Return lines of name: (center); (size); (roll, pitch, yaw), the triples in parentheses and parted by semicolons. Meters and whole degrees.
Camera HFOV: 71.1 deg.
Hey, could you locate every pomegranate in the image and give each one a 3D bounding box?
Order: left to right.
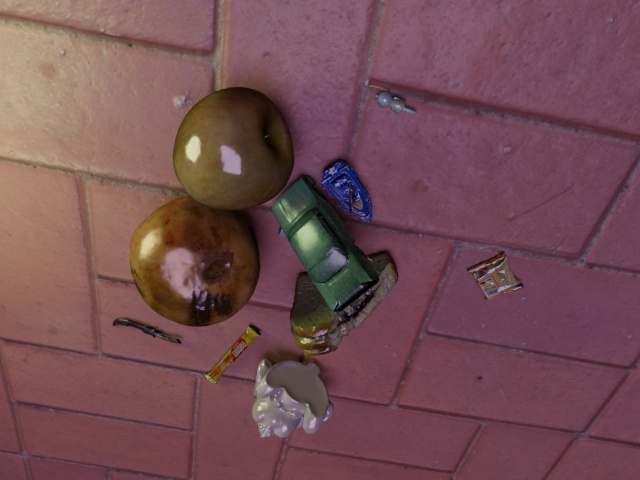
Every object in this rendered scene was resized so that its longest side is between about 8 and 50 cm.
pomegranate: (-0.296, 0.050, 1.085); (0.323, 0.322, 0.321); (2, 121, 3)

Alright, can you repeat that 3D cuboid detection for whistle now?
whistle: (0.165, -0.299, 0.984); (0.100, 0.035, 0.035); (20, 120, -9)

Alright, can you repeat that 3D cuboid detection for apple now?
apple: (-0.188, -0.188, 0.954); (0.234, 0.256, 0.256); (-10, 121, 30)

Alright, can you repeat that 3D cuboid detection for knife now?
knife: (-0.535, 0.276, 1.385); (0.223, 0.021, 0.045); (16, 120, -1)

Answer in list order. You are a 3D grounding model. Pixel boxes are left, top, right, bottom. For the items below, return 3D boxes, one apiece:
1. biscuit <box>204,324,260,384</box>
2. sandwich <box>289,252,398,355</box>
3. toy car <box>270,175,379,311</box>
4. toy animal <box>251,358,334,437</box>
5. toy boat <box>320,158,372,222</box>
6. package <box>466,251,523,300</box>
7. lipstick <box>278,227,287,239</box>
biscuit: (-0.280, 0.365, 1.419); (0.048, 0.026, 0.292); (42, 116, 2)
sandwich: (0.065, 0.160, 1.142); (0.289, 0.254, 0.099); (-16, 120, 10)
toy car: (0.000, 0.000, 1.052); (0.141, 0.097, 0.320); (-42, 69, 25)
toy animal: (-0.108, 0.510, 1.408); (0.272, 0.206, 0.264); (32, 128, 3)
toy boat: (0.070, -0.101, 1.067); (0.091, 0.110, 0.175); (-30, 116, 21)
package: (0.470, 0.101, 1.204); (0.108, 0.031, 0.120); (-29, 109, 19)
lipstick: (-0.058, -0.007, 1.181); (0.107, 0.025, 0.025); (22, 120, -15)
